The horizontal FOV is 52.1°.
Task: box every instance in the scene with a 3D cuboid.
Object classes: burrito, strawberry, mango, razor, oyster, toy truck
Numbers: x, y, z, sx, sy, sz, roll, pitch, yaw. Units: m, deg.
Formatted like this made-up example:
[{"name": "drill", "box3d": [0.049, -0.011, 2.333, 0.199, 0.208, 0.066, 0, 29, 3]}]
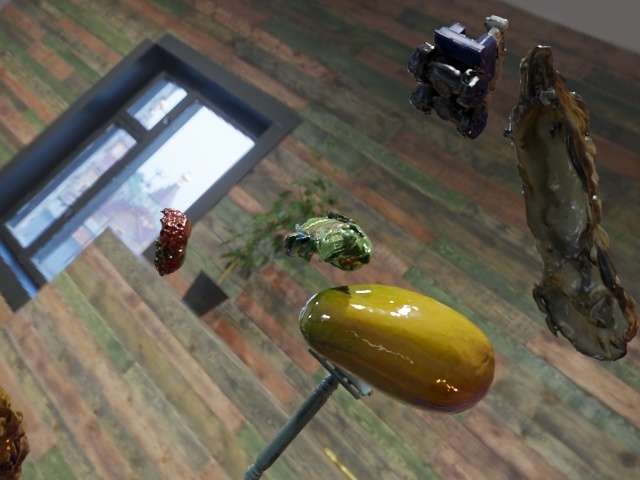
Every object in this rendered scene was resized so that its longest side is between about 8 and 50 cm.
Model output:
[{"name": "burrito", "box3d": [0.000, 0.000, 0.868, 0.288, 0.104, 0.054, -143, -138, -78]}, {"name": "strawberry", "box3d": [-0.219, 0.001, 0.981, 0.048, 0.104, 0.152, 8, 12, -5]}, {"name": "mango", "box3d": [0.101, 0.128, 0.794, 0.316, 0.119, 0.176, 20, 25, -31]}, {"name": "razor", "box3d": [-0.035, 0.268, 0.969, 0.106, 0.232, 0.068, 43, 8, 20]}, {"name": "oyster", "box3d": [0.258, -0.028, 0.661, 0.128, 0.078, 0.345, -139, -151, -69]}, {"name": "toy truck", "box3d": [0.283, -0.323, 1.279, 0.161, 0.177, 0.213, 37, -17, 28]}]

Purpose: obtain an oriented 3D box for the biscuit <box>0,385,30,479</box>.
[{"name": "biscuit", "box3d": [-0.535, 0.322, 0.878, 0.081, 0.289, 0.334, 37, -31, 29]}]
